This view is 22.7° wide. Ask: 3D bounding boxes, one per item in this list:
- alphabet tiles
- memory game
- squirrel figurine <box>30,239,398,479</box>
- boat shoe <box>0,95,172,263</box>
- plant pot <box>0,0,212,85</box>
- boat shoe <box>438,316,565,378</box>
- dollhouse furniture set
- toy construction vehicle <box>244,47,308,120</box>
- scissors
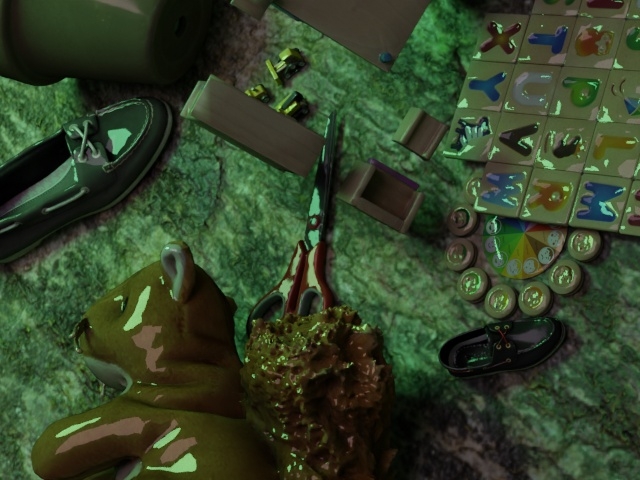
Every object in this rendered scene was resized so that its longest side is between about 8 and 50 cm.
[{"bbox_3d":[0.290,-0.147,1.620,0.342,0.011,0.285,10,76,37],"label":"alphabet tiles"},{"bbox_3d":[0.207,-0.008,1.640,0.186,0.012,0.186,-13,66,32],"label":"memory game"},{"bbox_3d":[-0.096,0.189,1.660,0.397,0.281,0.370,-11,61,16],"label":"squirrel figurine"},{"bbox_3d":[-0.333,-0.078,1.999,0.335,0.095,0.112,-34,57,22],"label":"boat shoe"},{"bbox_3d":[-0.264,-0.292,1.958,0.229,0.263,0.263,21,86,19],"label":"plant pot"},{"bbox_3d":[0.182,0.106,1.601,0.133,0.042,0.049,-20,61,27],"label":"boat shoe"},{"bbox_3d":[0.027,-0.210,1.712,0.303,0.286,0.198,-61,9,1],"label":"dollhouse furniture set"},{"bbox_3d":[-0.057,-0.173,1.873,0.098,0.035,0.086,-36,56,20],"label":"toy construction vehicle"},{"bbox_3d":[0.000,0.000,1.785,0.109,0.021,0.297,17,83,41],"label":"scissors"}]
